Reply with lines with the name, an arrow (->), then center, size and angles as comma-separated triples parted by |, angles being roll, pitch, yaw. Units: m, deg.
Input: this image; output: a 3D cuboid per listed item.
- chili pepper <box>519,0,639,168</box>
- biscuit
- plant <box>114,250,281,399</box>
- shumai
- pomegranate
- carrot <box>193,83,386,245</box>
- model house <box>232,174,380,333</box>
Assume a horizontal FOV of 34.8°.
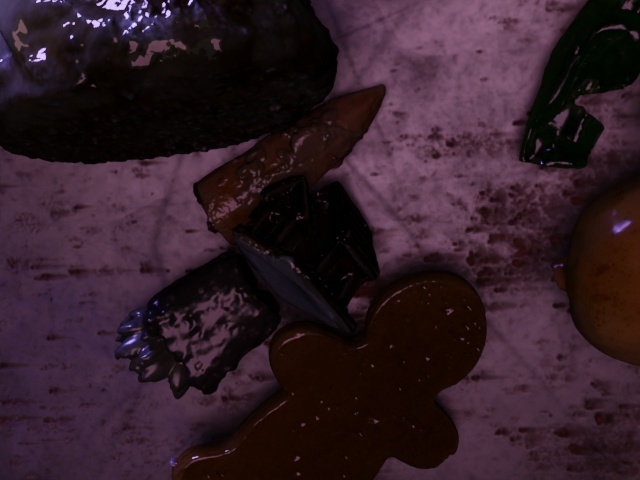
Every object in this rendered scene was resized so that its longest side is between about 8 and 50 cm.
chili pepper -> 0.308, -0.192, 1.158 | 0.099, 0.083, 0.253 | 27, 107, 1
biscuit -> 0.037, 0.204, 1.261 | 0.283, 0.064, 0.432 | 35, 103, -20
plant -> -0.149, 0.109, 1.236 | 0.194, 0.129, 0.132 | -36, 97, 8
shumai -> -0.192, -0.269, 1.094 | 0.395, 0.395, 0.348 | -12, 80, 7
pomegranate -> 0.379, 0.032, 1.129 | 0.233, 0.233, 0.233 | 1, 102, 5
carrot -> -0.028, -0.101, 1.209 | 0.263, 0.102, 0.102 | -36, 97, 4
model house -> -0.004, -0.005, 1.170 | 0.152, 0.106, 0.165 | -56, 130, -25
